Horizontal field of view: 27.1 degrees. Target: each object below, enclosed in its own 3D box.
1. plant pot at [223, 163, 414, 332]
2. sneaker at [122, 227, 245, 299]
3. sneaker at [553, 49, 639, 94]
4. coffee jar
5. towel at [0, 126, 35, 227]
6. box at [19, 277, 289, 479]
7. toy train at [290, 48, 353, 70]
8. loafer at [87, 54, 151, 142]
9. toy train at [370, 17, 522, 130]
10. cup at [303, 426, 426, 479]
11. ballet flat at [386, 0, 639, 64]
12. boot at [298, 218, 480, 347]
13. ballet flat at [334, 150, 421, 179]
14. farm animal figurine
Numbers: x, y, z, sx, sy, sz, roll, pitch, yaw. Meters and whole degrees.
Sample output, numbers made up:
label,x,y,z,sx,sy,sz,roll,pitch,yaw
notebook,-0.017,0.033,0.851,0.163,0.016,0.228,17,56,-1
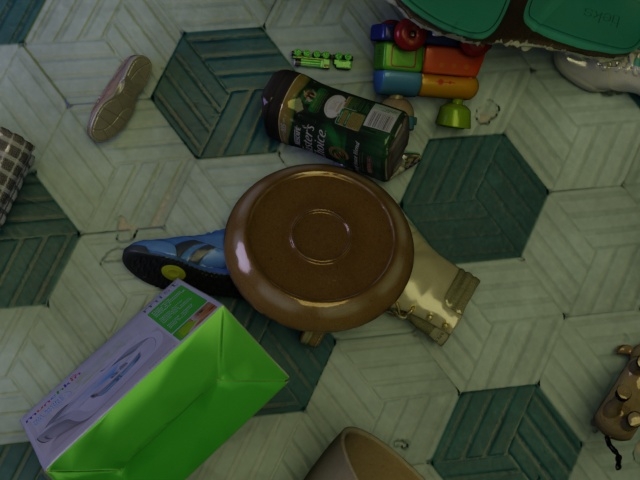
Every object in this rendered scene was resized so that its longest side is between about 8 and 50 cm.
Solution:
label,x,y,z,sx,sy,sz,roll,pitch,yaw
plant pot,0.000,0.000,1.625,0.236,0.032,0.236,3,62,-5
sneaker,-0.140,0.020,1.662,0.209,0.069,0.082,7,52,0
sneaker,0.416,-0.228,1.756,0.212,0.094,0.080,19,81,-5
coffee jar,0.015,-0.146,1.662,0.184,0.096,0.079,22,66,15
towel,-0.515,-0.071,1.583,0.283,0.121,0.235,24,79,-4
box,-0.195,0.186,1.529,0.262,0.231,0.127,-43,108,-9
toy train,0.002,-0.235,1.735,0.083,0.017,0.024,3,92,-8
loafer,-0.258,-0.180,1.683,0.045,0.039,0.125,36,80,-36
toy train,0.186,-0.208,1.725,0.248,0.105,0.143,3,97,-14
cup,0.052,0.415,1.527,0.237,0.331,0.331,-42,90,8
ballet flat,0.222,-0.309,1.645,0.408,0.147,0.147,13,80,-28
boot,0.088,0.084,1.672,0.165,0.077,0.213,39,71,-2
ballet flat,0.074,-0.094,1.714,0.114,0.041,0.041,1,82,-2
farm animal figurine,0.501,0.128,1.694,0.330,0.172,0.327,-3,70,-1
